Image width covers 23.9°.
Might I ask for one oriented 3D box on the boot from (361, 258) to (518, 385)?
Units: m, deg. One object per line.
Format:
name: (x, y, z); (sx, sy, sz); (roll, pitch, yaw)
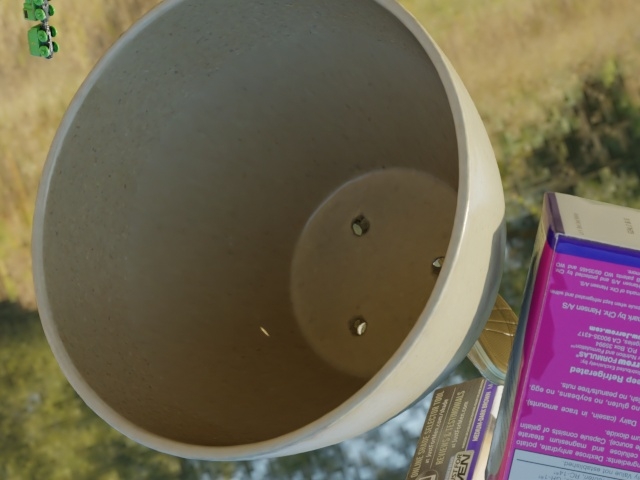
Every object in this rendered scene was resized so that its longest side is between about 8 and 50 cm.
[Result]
boot: (0.125, 0.113, 1.616); (0.077, 0.213, 0.165); (11, 125, -38)

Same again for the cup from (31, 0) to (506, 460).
cup: (0.000, 0.000, 1.071); (0.331, 0.331, 0.237); (-19, 159, 25)

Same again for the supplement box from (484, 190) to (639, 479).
supplement box: (0.184, 0.094, 1.024); (0.114, 0.220, 0.111); (12, -163, 2)

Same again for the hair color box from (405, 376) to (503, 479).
hair color box: (0.241, 0.338, 1.764); (0.110, 0.339, 0.185); (-21, -149, 36)

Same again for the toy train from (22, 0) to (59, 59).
toy train: (-0.216, -0.179, 1.155); (0.024, 0.083, 0.017); (12, -151, 29)
